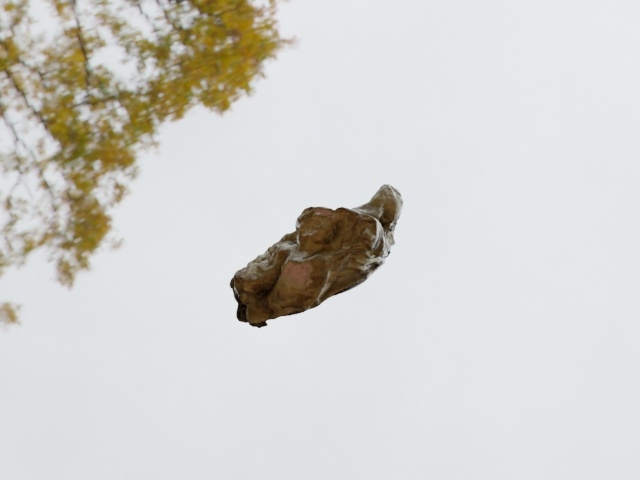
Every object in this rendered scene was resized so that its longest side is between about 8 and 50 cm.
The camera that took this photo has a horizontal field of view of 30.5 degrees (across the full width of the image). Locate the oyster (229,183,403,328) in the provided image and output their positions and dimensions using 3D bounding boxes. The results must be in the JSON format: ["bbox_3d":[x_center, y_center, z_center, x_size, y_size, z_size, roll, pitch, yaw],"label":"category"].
[{"bbox_3d":[0.000,0.000,1.085,0.163,0.191,0.081,-4,-65,46],"label":"oyster"}]
